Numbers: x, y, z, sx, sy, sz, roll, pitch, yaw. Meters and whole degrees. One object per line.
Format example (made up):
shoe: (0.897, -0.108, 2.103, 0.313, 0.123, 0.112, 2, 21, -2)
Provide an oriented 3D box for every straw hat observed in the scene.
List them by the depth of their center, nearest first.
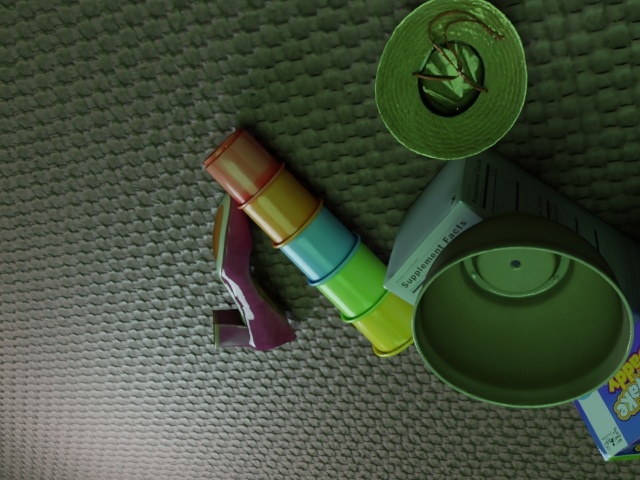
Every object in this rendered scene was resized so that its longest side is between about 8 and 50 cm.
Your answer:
straw hat: (0.123, -0.153, 0.598, 0.144, 0.061, 0.144, 4, 112, 10)

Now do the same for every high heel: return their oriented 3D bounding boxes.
high heel: (-0.080, 0.045, 0.833, 0.117, 0.082, 0.244, -2, 118, -14)

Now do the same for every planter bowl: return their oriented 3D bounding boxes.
planter bowl: (0.163, 0.042, 0.529, 0.162, 0.109, 0.162, 8, 126, 11)

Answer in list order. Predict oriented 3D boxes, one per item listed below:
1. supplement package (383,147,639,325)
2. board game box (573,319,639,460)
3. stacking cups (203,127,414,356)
supplement package: (0.210, 0.029, 0.662, 0.244, 0.134, 0.139, 32, 128, -7)
board game box: (0.437, 0.101, 0.574, 0.347, 0.078, 0.233, 4, 135, -23)
stacking cups: (0.000, 0.000, 0.744, 0.096, 0.096, 0.316, -31, 111, 35)
